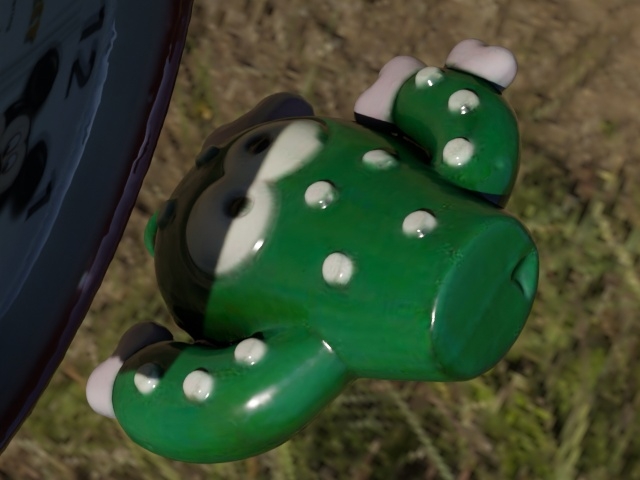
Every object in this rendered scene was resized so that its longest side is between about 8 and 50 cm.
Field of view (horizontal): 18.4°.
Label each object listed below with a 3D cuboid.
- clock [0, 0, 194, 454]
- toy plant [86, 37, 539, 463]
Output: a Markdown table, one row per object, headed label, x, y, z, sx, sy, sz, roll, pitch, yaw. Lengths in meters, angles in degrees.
| label | x | y | z | sx | sy | sz | roll | pitch | yaw |
| --- | --- | --- | --- | --- | --- | --- | --- | --- | --- |
| clock | -0.134 | -0.037 | 0.673 | 0.318 | 0.080 | 0.318 | 20 | 90 | -80 |
| toy plant | -0.003 | 0.004 | 0.979 | 0.112 | 0.243 | 0.233 | 51 | 38 | -37 |
